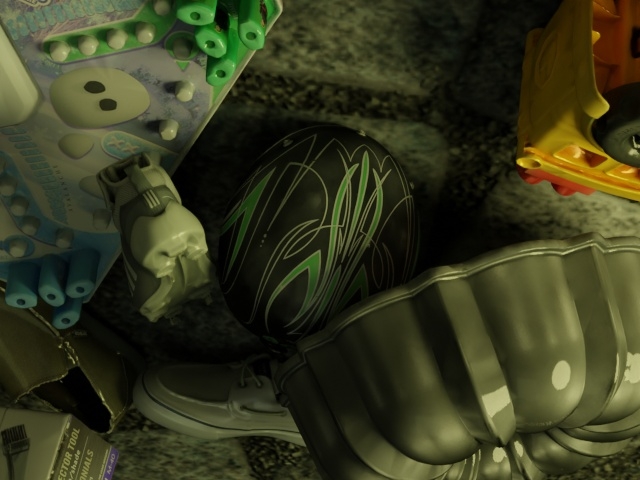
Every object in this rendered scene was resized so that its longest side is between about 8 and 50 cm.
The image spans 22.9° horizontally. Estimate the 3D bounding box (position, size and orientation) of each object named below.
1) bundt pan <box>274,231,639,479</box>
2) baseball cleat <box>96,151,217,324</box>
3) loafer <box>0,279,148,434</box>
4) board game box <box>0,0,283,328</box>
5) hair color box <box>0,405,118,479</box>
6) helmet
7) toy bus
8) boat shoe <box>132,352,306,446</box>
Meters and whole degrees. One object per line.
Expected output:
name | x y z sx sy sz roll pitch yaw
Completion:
bundt pan | 0.136 0.123 1.245 0.330 0.124 0.331 -15 157 -7
baseball cleat | -0.125 -0.007 1.211 0.072 0.109 0.206 -25 167 -16
loafer | -0.256 0.093 1.416 0.094 0.087 0.251 -30 128 34
board game box | -0.285 -0.116 1.185 0.389 0.050 0.390 22 132 -19
hair color box | -0.376 0.245 1.465 0.338 0.185 0.110 3 154 25
helmet | 0.000 0.000 1.240 0.169 0.169 0.161 19 154 -16
toy bus | 0.243 -0.088 1.127 0.220 0.150 0.211 16 151 -16
boat shoe | -0.058 0.137 1.467 0.226 0.083 0.076 10 129 -23
